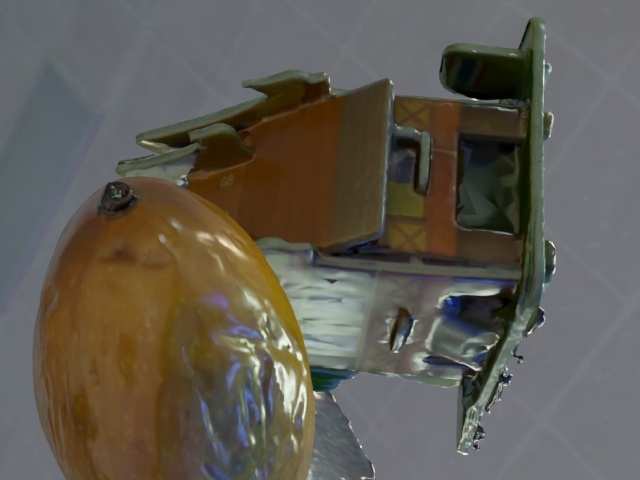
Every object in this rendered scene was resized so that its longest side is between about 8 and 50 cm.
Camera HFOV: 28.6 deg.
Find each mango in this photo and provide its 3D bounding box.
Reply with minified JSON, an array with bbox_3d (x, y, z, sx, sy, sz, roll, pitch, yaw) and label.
[{"bbox_3d":[-0.079,0.108,0.711,0.359,0.144,0.187,88,-15,-50],"label":"mango"}]

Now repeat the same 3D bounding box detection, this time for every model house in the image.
[{"bbox_3d":[0.000,0.000,0.983,0.357,0.313,0.242,95,2,-63],"label":"model house"}]

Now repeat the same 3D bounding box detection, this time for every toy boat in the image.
[{"bbox_3d":[-0.016,0.232,1.277,0.078,0.127,0.283,-53,-164,16],"label":"toy boat"}]
